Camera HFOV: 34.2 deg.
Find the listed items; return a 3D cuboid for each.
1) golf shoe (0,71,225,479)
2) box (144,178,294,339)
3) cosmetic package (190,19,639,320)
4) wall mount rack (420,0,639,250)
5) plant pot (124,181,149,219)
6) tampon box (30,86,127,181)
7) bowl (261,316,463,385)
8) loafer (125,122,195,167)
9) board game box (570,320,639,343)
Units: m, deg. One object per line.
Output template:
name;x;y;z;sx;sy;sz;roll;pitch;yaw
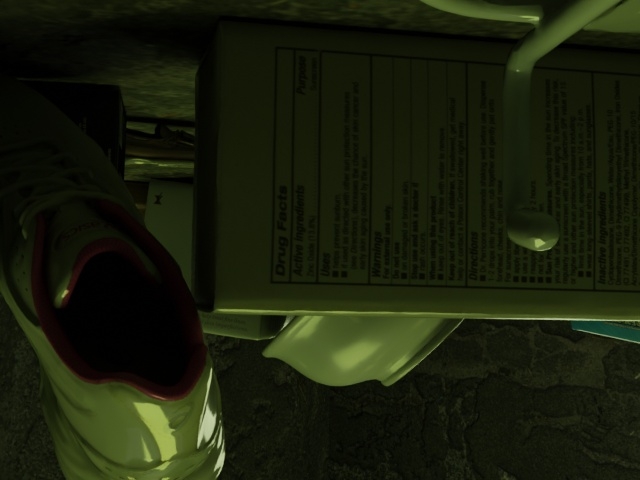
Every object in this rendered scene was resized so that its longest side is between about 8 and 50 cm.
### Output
golf shoe;-0.137;-0.001;0.584;0.115;0.306;0.140;-24;156;-26
box;-0.125;0.024;1.316;0.180;0.182;0.119;8;180;20
cosmetic package;0.078;-0.029;0.598;0.296;0.153;0.129;3;176;-13
wall mount rack;0.207;-0.048;0.343;0.349;0.131;0.304;1;177;-8
plant pot;-0.292;-0.019;1.443;0.237;0.110;0.237;2;178;0
tampon box;-0.223;-0.053;0.742;0.160;0.102;0.120;2;177;-9
bowl;0.082;0.075;1.213;0.298;0.134;0.298;-43;177;-3
loafer;-0.138;-0.079;0.843;0.125;0.039;0.045;-1;-174;-25
board game box;0.592;0.067;1.586;0.308;0.086;0.302;-23;-162;-33
